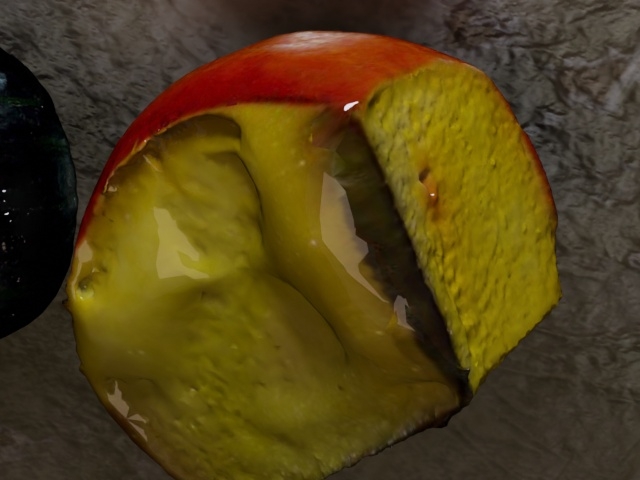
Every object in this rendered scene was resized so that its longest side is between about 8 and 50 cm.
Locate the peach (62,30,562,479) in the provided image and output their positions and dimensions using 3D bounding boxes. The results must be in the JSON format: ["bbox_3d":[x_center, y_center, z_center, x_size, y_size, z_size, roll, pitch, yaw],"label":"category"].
[{"bbox_3d":[0.000,0.000,1.402,0.306,0.242,0.380,45,139,-6],"label":"peach"}]

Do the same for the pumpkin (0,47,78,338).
[{"bbox_3d":[-0.266,-0.033,1.419,0.163,0.233,0.233,-9,144,-30],"label":"pumpkin"}]
